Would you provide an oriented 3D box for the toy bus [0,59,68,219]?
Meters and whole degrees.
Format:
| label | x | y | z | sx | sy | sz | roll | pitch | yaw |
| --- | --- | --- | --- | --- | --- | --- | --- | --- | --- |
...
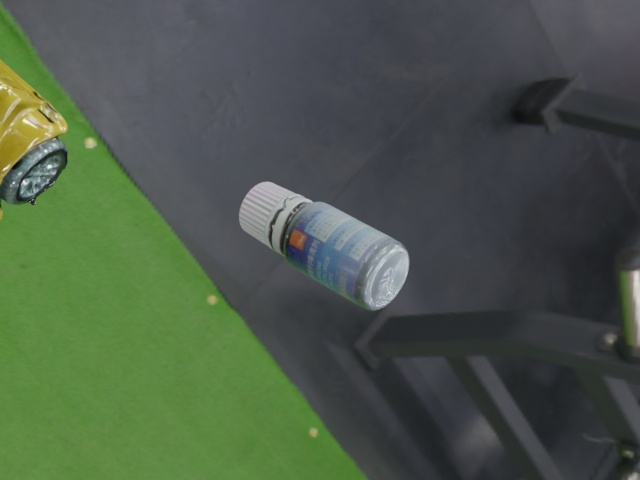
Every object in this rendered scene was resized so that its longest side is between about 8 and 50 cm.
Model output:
| label | x | y | z | sx | sy | sz | roll | pitch | yaw |
| --- | --- | --- | --- | --- | --- | --- | --- | --- | --- |
| toy bus | -0.299 | 0.024 | 0.616 | 0.121 | 0.123 | 0.335 | 42 | 98 | 7 |

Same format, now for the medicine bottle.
| label | x | y | z | sx | sy | sz | roll | pitch | yaw |
| --- | --- | --- | --- | --- | --- | --- | --- | --- | --- |
| medicine bottle | 0.000 | 0.000 | 1.173 | 0.083 | 0.203 | 0.083 | -32 | 138 | -35 |
